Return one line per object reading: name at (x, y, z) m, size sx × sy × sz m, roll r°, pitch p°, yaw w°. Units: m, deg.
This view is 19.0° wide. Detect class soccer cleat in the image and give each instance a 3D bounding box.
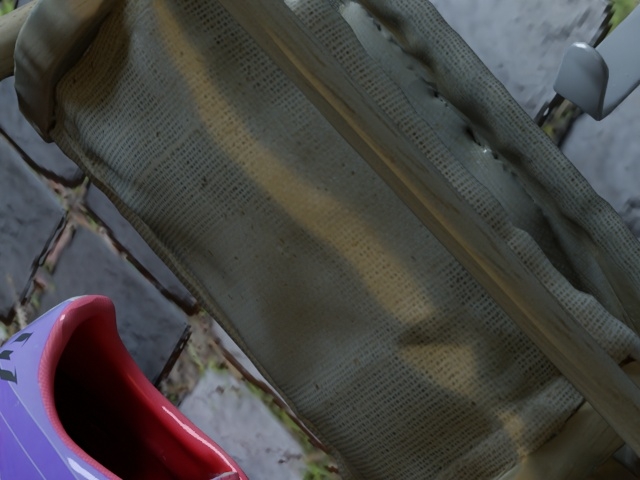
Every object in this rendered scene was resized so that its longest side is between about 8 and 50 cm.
soccer cleat at (-0.047, 0.167, 0.815) m, size 0.318 × 0.108 × 0.116 m, roll 50°, pitch 124°, yaw 17°

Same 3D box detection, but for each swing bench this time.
swing bench at (0.000, 0.000, 0.619) m, size 0.165 × 0.254 × 0.253 m, roll -42°, pitch 89°, yaw 19°

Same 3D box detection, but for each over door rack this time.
over door rack at (0.071, -0.239, 0.602) m, size 0.239 × 0.108 × 0.324 m, roll 40°, pitch 139°, yaw 21°
